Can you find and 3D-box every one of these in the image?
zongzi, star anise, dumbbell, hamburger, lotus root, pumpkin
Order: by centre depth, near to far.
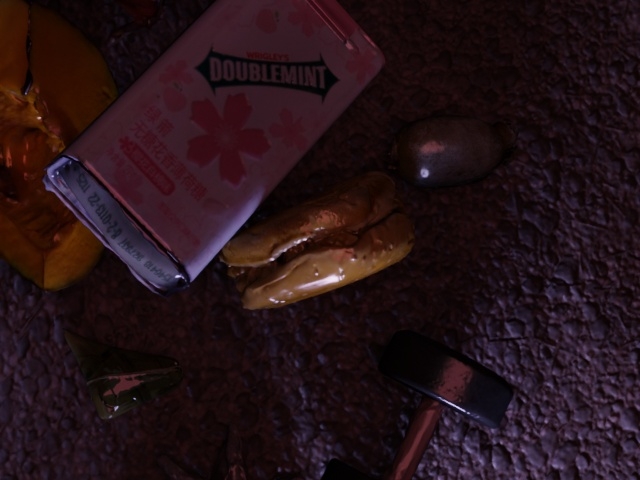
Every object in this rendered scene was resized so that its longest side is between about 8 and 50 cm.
[{"bbox_3d":[0.002,-0.001,1.822,0.213,0.214,0.108,-20,89,-9],"label":"hamburger"},{"bbox_3d":[-0.316,-0.105,1.826,0.148,0.169,0.312,-5,94,-53],"label":"pumpkin"},{"bbox_3d":[0.103,0.224,1.864,0.152,0.152,0.218,28,85,-9],"label":"dumbbell"},{"bbox_3d":[-0.215,0.127,1.866,0.104,0.052,0.113,-23,81,-17],"label":"zongzi"},{"bbox_3d":[-0.112,0.300,1.871,0.208,0.063,0.172,-20,92,-9],"label":"star anise"},{"bbox_3d":[0.152,-0.101,1.913,0.165,0.088,0.088,-5,91,-20],"label":"lotus root"}]

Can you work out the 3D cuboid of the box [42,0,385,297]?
[{"bbox_3d":[-0.110,-0.127,1.789,0.190,0.112,0.370,47,63,-10],"label":"box"}]

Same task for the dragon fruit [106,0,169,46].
[{"bbox_3d":[-0.232,-0.400,1.742,0.262,0.296,0.314,26,77,-6],"label":"dragon fruit"}]
